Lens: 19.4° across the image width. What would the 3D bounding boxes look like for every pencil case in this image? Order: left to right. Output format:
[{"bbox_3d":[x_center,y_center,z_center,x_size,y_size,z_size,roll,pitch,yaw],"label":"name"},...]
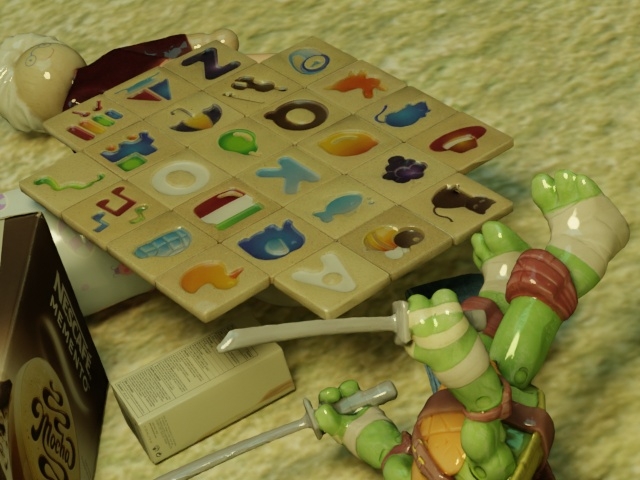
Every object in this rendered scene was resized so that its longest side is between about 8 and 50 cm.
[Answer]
[{"bbox_3d":[-0.246,0.019,1.429,0.273,0.113,0.124,-24,48,-8],"label":"pencil case"}]

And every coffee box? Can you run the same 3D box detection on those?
[{"bbox_3d":[-0.230,0.140,1.222,0.118,0.168,0.297,-10,37,9],"label":"coffee box"}]

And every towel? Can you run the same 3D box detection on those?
[{"bbox_3d":[0.101,0.068,1.300,0.067,0.029,0.119,-15,36,1],"label":"towel"}]

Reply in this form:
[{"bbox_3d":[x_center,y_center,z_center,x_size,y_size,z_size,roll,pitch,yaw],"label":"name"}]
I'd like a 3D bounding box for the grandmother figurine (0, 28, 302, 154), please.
[{"bbox_3d":[-0.139,-0.123,1.589,0.342,0.104,0.208,9,33,28],"label":"grandmother figurine"}]

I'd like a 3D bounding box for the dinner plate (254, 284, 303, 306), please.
[{"bbox_3d":[0.000,0.000,1.441,0.141,0.017,0.141,-11,35,8],"label":"dinner plate"}]

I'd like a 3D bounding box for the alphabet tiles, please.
[{"bbox_3d":[-0.040,-0.055,1.364,0.285,0.011,0.342,-30,42,-29],"label":"alphabet tiles"}]

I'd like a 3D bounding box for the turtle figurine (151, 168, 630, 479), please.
[{"bbox_3d":[0.058,0.062,1.155,0.274,0.198,0.266,19,51,22],"label":"turtle figurine"}]

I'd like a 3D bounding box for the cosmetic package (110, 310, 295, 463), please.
[{"bbox_3d":[-0.083,0.103,1.317,0.115,0.041,0.060,-26,37,-12],"label":"cosmetic package"}]
